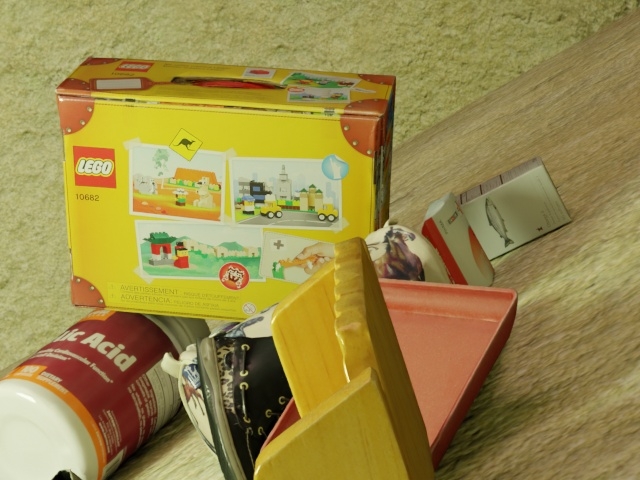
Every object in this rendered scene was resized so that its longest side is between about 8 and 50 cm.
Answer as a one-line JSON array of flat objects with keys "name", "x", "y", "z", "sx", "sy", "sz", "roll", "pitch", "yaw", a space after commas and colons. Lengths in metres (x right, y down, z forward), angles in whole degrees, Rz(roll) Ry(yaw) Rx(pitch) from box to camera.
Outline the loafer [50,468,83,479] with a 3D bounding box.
[{"name": "loafer", "x": -0.373, "y": 0.387, "z": 1.752, "sx": 0.094, "sy": 0.087, "sz": 0.251, "roll": -27, "pitch": 9, "yaw": 8}]

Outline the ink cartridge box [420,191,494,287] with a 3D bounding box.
[{"name": "ink cartridge box", "x": 0.204, "y": 0.016, "z": 1.894, "sx": 0.045, "sy": 0.145, "sz": 0.179, "roll": -27, "pitch": 10, "yaw": 14}]

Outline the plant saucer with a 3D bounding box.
[{"name": "plant saucer", "x": 0.082, "y": 0.162, "z": 1.425, "sx": 0.259, "sy": 0.048, "sz": 0.258, "roll": 3, "pitch": 54, "yaw": 52}]

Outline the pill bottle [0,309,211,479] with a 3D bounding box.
[{"name": "pill bottle", "x": -0.350, "y": 0.238, "z": 2.068, "sx": 0.224, "sy": 0.224, "sz": 0.392, "roll": -22, "pitch": 12, "yaw": 35}]

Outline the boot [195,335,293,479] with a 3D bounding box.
[{"name": "boot", "x": -0.047, "y": 0.206, "z": 1.570, "sx": 0.178, "sy": 0.236, "sz": 0.085, "roll": -11, "pitch": -34, "yaw": -12}]

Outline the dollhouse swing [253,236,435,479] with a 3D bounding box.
[{"name": "dollhouse swing", "x": -0.060, "y": 0.213, "z": 1.135, "sx": 0.305, "sy": 0.315, "sz": 0.347, "roll": -17, "pitch": 17, "yaw": 7}]

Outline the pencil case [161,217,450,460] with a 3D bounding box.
[{"name": "pencil case", "x": -0.007, "y": 0.130, "z": 1.767, "sx": 0.410, "sy": 0.183, "sz": 0.160, "roll": -32, "pitch": -8, "yaw": -23}]

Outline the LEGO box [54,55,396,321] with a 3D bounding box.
[{"name": "LEGO box", "x": -0.144, "y": -0.077, "z": 2.043, "sx": 0.500, "sy": 0.372, "sz": 0.193, "roll": 5, "pitch": 25, "yaw": 6}]

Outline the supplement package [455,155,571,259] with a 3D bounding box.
[{"name": "supplement package", "x": 0.299, "y": -0.046, "z": 2.081, "sx": 0.179, "sy": 0.105, "sz": 0.105, "roll": -27, "pitch": 9, "yaw": 11}]

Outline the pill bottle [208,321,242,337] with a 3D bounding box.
[{"name": "pill bottle", "x": -0.113, "y": 0.187, "z": 2.016, "sx": 0.108, "sy": 0.108, "sz": 0.193, "roll": -31, "pitch": 9, "yaw": -15}]
